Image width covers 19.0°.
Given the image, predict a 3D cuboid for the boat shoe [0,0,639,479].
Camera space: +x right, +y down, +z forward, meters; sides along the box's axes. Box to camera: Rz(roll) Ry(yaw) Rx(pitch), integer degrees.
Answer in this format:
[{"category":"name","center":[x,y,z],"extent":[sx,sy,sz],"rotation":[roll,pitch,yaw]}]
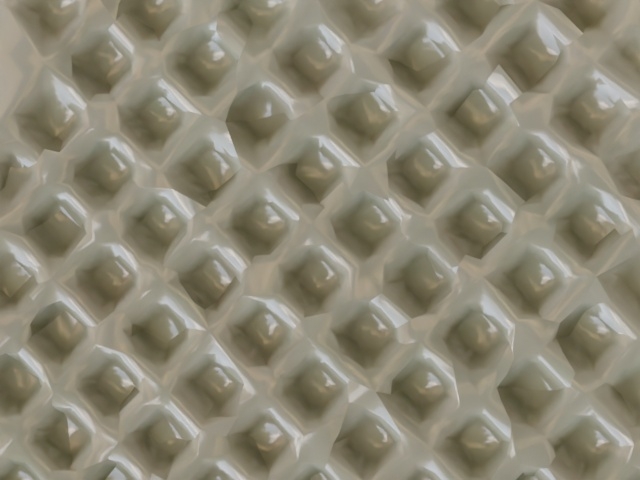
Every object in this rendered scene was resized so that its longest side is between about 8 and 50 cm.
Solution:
[{"category":"boat shoe","center":[0.000,0.000,0.389],"extent":[0.156,0.186,0.500],"rotation":[-13,-75,-81]}]
